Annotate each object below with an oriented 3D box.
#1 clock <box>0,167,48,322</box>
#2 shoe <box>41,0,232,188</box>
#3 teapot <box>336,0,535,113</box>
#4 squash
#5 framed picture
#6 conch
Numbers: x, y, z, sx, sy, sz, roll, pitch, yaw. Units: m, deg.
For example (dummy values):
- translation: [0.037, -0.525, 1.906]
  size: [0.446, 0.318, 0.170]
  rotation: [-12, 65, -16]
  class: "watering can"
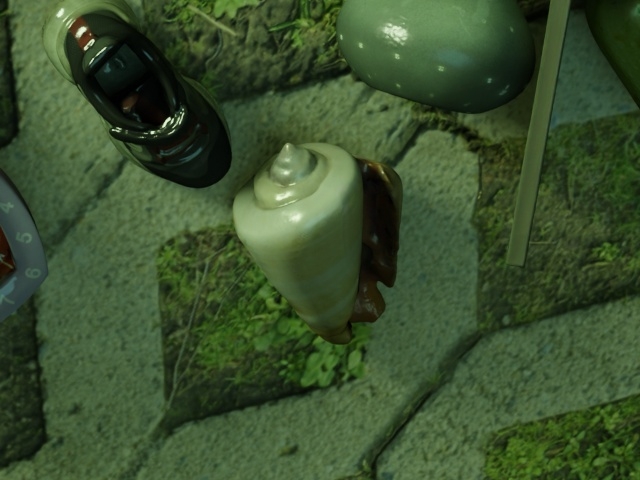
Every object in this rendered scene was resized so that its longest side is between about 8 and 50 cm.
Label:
- translation: [-0.331, 0.005, 1.760]
  size: [0.172, 0.064, 0.198]
  rotation: [9, 112, -21]
  class: "clock"
- translation: [-0.155, -0.119, 1.727]
  size: [0.099, 0.112, 0.227]
  rotation: [-39, 118, 3]
  class: "shoe"
- translation: [0.120, -0.245, 1.726]
  size: [0.183, 0.183, 0.251]
  rotation: [10, 100, -22]
  class: "teapot"
- translation: [0.311, -0.192, 1.830]
  size: [0.287, 0.137, 0.137]
  rotation: [39, 99, -27]
  class: "squash"
- translation: [0.207, -0.161, 1.761]
  size: [0.024, 0.232, 0.315]
  rotation: [9, 115, 6]
  class: "framed picture"
- translation: [-0.009, -0.007, 1.842]
  size: [0.158, 0.127, 0.255]
  rotation: [-41, 149, -28]
  class: "conch"
